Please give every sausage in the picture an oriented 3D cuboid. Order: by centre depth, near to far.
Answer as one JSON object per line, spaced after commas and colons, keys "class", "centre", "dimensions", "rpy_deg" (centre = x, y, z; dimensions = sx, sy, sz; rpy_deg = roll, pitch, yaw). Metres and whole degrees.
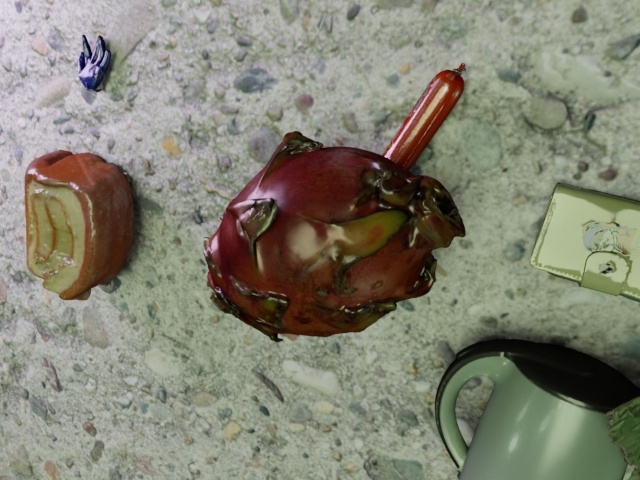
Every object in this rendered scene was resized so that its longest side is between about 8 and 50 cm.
{"class": "sausage", "centre": [0.128, -0.149, 0.595], "dimensions": [0.145, 0.050, 0.048], "rpy_deg": [-57, 37, 25]}

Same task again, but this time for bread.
{"class": "bread", "centre": [-0.404, -0.017, 0.825], "dimensions": [0.190, 0.123, 0.244], "rpy_deg": [12, 110, 19]}

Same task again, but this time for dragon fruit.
{"class": "dragon fruit", "centre": [0.003, -0.002, 0.593], "dimensions": [0.250, 0.250, 0.315], "rpy_deg": [51, 135, 4]}

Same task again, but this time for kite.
{"class": "kite", "centre": [0.368, 0.220, 0.524], "dimensions": [0.267, 0.013, 0.323], "rpy_deg": [-47, 125, -8]}

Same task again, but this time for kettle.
{"class": "kettle", "centre": [0.242, 0.237, 0.588], "dimensions": [0.221, 0.161, 0.236], "rpy_deg": [21, 111, 28]}

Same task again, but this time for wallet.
{"class": "wallet", "centre": [0.329, 0.005, 0.553], "dimensions": [0.155, 0.039, 0.110], "rpy_deg": [18, 107, 18]}

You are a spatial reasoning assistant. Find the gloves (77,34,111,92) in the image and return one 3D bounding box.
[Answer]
{"class": "gloves", "centre": [-0.366, -0.286, 0.788], "dimensions": [0.064, 0.026, 0.086], "rpy_deg": [32, 115, 15]}
